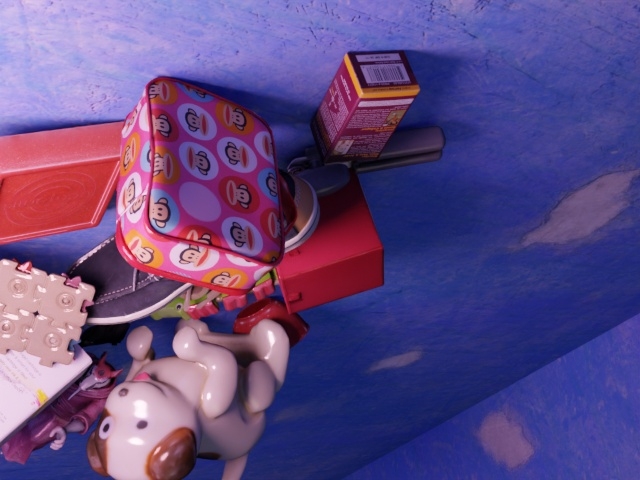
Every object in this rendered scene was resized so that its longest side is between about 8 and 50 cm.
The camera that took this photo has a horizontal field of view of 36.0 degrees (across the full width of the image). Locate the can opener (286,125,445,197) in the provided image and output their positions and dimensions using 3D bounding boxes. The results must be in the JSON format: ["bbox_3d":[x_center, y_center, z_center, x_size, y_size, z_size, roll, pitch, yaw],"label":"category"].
[{"bbox_3d":[0.082,-0.127,1.706,0.283,0.095,0.076,-10,155,-7],"label":"can opener"}]

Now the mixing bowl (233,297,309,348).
[{"bbox_3d":[-0.126,0.191,2.185,0.181,0.098,0.181,-27,-166,7],"label":"mixing bowl"}]

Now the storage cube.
[{"bbox_3d":[0.000,0.000,1.811,0.193,0.184,0.215,-17,155,-5],"label":"storage cube"}]

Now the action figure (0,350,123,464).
[{"bbox_3d":[-0.525,0.344,2.092,0.370,0.248,0.275,-30,154,30],"label":"action figure"}]

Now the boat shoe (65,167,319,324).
[{"bbox_3d":[-0.247,-0.004,1.638,0.500,0.187,0.156,-21,144,20],"label":"boat shoe"}]

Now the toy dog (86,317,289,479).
[{"bbox_3d":[-0.289,0.347,1.979,0.284,0.396,0.408,10,-167,26],"label":"toy dog"}]

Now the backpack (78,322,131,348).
[{"bbox_3d":[-0.434,0.156,1.956,0.105,0.084,0.114,-4,157,-30],"label":"backpack"}]

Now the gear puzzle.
[{"bbox_3d":[-0.552,0.091,1.628,0.338,0.044,0.176,18,111,-10],"label":"gear puzzle"}]

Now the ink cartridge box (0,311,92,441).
[{"bbox_3d":[-0.575,0.242,1.739,0.270,0.198,0.197,-42,180,-24],"label":"ink cartridge box"}]

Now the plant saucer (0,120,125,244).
[{"bbox_3d":[-0.413,-0.074,1.489,0.258,0.048,0.259,-13,156,-34],"label":"plant saucer"}]

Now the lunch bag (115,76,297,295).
[{"bbox_3d":[-0.151,-0.074,1.396,0.258,0.293,0.120,17,139,-28],"label":"lunch bag"}]

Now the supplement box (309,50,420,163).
[{"bbox_3d":[0.066,-0.207,1.548,0.104,0.081,0.188,-7,153,-24],"label":"supplement box"}]

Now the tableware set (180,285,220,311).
[{"bbox_3d":[-0.209,0.053,1.859,0.194,0.039,0.128,-35,117,21],"label":"tableware set"}]

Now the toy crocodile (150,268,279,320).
[{"bbox_3d":[-0.188,0.096,1.976,0.340,0.105,0.115,-17,155,-1],"label":"toy crocodile"}]
